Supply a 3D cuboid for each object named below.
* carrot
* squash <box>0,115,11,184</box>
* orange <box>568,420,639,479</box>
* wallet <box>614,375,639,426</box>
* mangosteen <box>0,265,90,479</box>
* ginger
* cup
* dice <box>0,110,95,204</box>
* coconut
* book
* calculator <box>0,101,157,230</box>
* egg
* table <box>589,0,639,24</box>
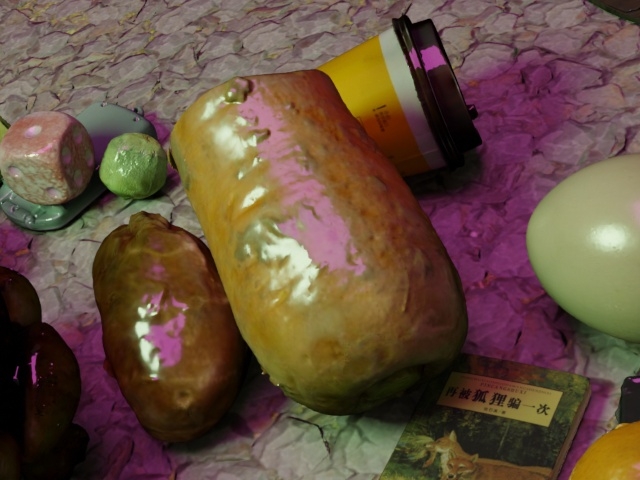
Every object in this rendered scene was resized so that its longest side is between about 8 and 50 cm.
[{"bbox_3d":[0.000,0.000,1.145,0.224,0.224,0.341,-24,69,-4],"label":"carrot"},{"bbox_3d":[-0.531,-0.072,1.545,0.132,0.132,0.247,18,56,35],"label":"squash"},{"bbox_3d":[0.278,0.225,0.899,0.177,0.155,0.177,-4,59,6],"label":"orange"},{"bbox_3d":[0.403,0.179,0.995,0.285,0.030,0.146,-2,51,17],"label":"wallet"},{"bbox_3d":[-0.435,0.129,1.083,0.421,0.381,0.381,-7,35,-28],"label":"mangosteen"},{"bbox_3d":[-0.164,0.067,1.238,0.165,0.172,0.321,10,30,-27],"label":"ginger"},{"bbox_3d":[0.043,-0.142,1.364,0.279,0.196,0.196,-21,41,12],"label":"cup"},{"bbox_3d":[-0.354,-0.107,1.472,0.094,0.091,0.093,0,46,21],"label":"dice"},{"bbox_3d":[-0.246,-0.094,1.492,0.088,0.096,0.088,14,29,-8],"label":"coconut"},{"bbox_3d":[0.146,0.207,1.071,0.160,0.024,0.228,9,50,32],"label":"book"},{"bbox_3d":[-0.333,-0.108,1.566,0.141,0.045,0.246,24,59,36],"label":"calculator"},{"bbox_3d":[0.316,0.007,1.091,0.241,0.186,0.186,7,48,38],"label":"egg"},{"bbox_3d":[0.477,-0.442,1.446,0.317,0.249,0.317,-11,43,10],"label":"table"}]
